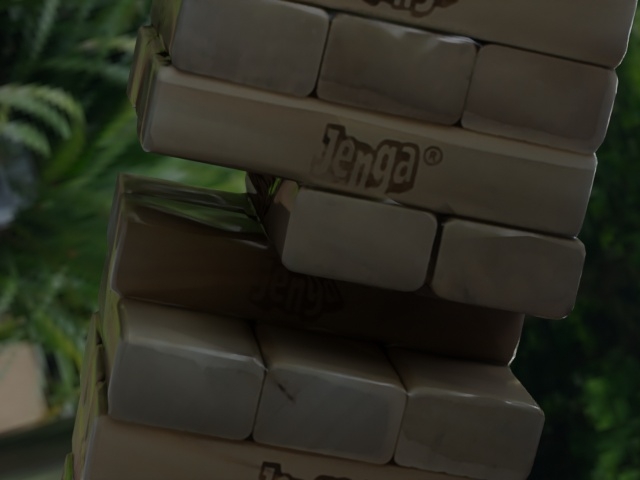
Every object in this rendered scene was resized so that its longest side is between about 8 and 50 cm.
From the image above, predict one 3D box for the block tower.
[{"bbox_3d":[0.000,0.000,0.418,0.097,0.091,0.335,-125,-134,-75],"label":"block tower"}]
